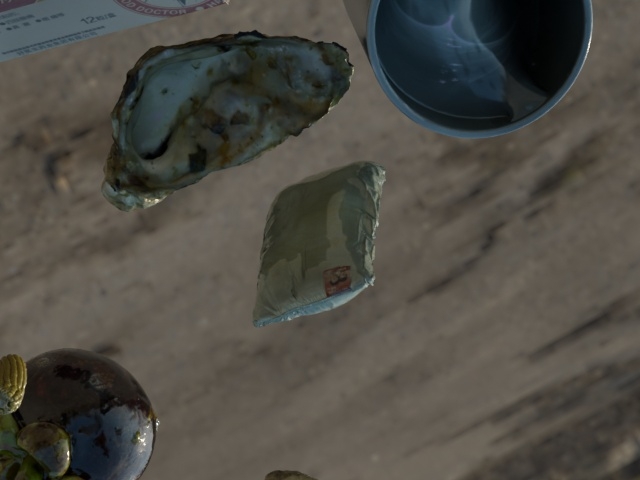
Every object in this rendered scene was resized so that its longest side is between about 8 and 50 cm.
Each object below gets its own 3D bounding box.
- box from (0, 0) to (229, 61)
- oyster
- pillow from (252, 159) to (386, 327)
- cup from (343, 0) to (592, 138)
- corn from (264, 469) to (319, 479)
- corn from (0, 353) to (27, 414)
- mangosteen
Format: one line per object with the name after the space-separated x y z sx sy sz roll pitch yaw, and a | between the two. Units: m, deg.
-0.303 -0.288 2.081 0.353 0.069 0.214 -13 156 19 | box
-0.100 -0.136 1.970 0.294 0.166 0.094 -12 -166 10 | oyster
0.000 0.000 1.831 0.128 0.051 0.229 -20 -150 17 | pillow
0.125 -0.240 1.822 0.205 0.205 0.312 -29 -159 4 | cup
0.041 0.200 1.129 0.087 0.211 0.087 -32 129 -50 | corn
-0.297 0.136 1.795 0.037 0.037 0.092 -30 -159 9 | corn
-0.296 0.229 2.165 0.192 0.192 0.217 -40 -176 35 | mangosteen
